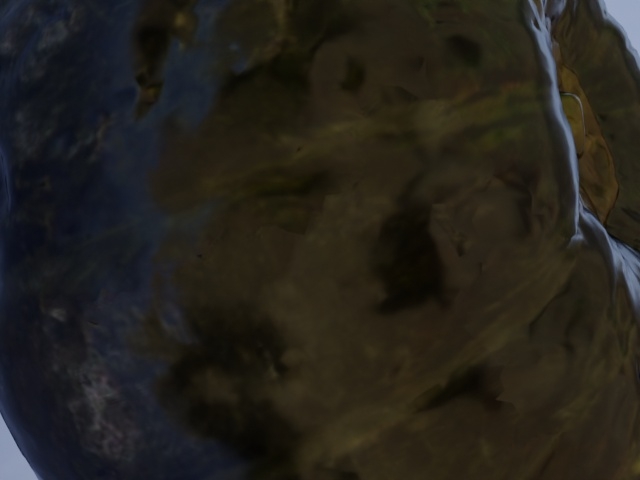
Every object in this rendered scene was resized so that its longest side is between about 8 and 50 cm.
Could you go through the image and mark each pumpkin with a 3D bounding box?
[{"bbox_3d":[-0.003,0.001,0.501,0.260,0.189,0.260,55,-156,-39],"label":"pumpkin"}]
